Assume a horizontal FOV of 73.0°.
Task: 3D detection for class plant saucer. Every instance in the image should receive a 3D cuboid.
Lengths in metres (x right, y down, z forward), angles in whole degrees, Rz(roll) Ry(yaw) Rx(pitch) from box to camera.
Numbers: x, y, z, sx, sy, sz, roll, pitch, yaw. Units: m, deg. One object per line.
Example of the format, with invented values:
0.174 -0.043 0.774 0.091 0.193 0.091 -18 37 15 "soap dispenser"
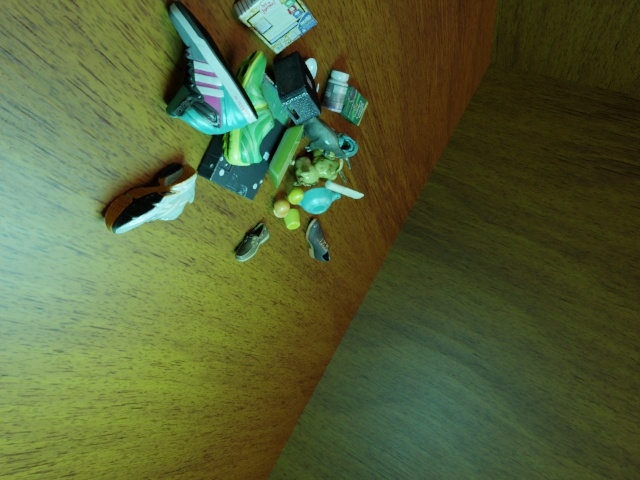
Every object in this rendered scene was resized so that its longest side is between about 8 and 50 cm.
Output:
-0.120 -0.277 1.405 0.188 0.045 0.188 153 -39 -83 "plant saucer"

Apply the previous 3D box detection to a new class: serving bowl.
-0.047 -0.560 1.425 0.083 0.027 0.083 -47 151 -36 "serving bowl"

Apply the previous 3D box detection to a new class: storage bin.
-0.068 -0.452 1.284 0.122 0.085 0.180 43 32 -56 "storage bin"

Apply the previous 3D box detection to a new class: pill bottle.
0.057 -0.549 1.589 0.078 0.078 0.137 -22 132 -57 "pill bottle"

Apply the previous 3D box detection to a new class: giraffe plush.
-0.023 -0.268 1.629 0.171 0.210 0.181 -20 144 -17 "giraffe plush"

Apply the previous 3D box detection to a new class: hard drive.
-0.211 -0.307 1.294 0.338 0.064 0.237 -64 157 2 "hard drive"

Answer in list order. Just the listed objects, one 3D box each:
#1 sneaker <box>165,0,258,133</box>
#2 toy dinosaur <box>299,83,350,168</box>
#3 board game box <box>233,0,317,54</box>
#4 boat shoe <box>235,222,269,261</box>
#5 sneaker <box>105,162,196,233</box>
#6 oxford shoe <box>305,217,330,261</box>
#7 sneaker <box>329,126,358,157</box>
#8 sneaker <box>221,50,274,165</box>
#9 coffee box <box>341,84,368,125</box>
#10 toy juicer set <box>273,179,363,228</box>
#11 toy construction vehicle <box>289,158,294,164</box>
-0.296 -0.368 0.999 0.179 0.123 0.295 -29 115 8 "sneaker"
-0.006 -0.362 1.479 0.121 0.313 0.160 -34 -175 -17 "toy dinosaur"
-0.113 -0.593 1.137 0.147 0.045 0.194 -30 164 18 "board game box"
-0.247 0.003 1.537 0.178 0.064 0.060 -52 149 -40 "boat shoe"
-0.406 -0.080 1.083 0.262 0.099 0.120 -44 154 -36 "sneaker"
0.000 0.000 1.989 0.096 0.099 0.271 -52 154 -26 "oxford shoe"
0.095 -0.388 1.789 0.275 0.110 0.106 -5 117 -64 "sneaker"
-0.183 -0.344 1.143 0.124 0.109 0.295 5 102 -34 "sneaker"
0.133 -0.555 1.784 0.184 0.041 0.113 11 103 -66 "coffee box"
-0.029 -0.165 1.600 0.329 0.089 0.209 -23 153 16 "toy juicer set"
-0.125 -0.282 1.530 0.085 0.035 0.098 -54 155 -22 "toy construction vehicle"
